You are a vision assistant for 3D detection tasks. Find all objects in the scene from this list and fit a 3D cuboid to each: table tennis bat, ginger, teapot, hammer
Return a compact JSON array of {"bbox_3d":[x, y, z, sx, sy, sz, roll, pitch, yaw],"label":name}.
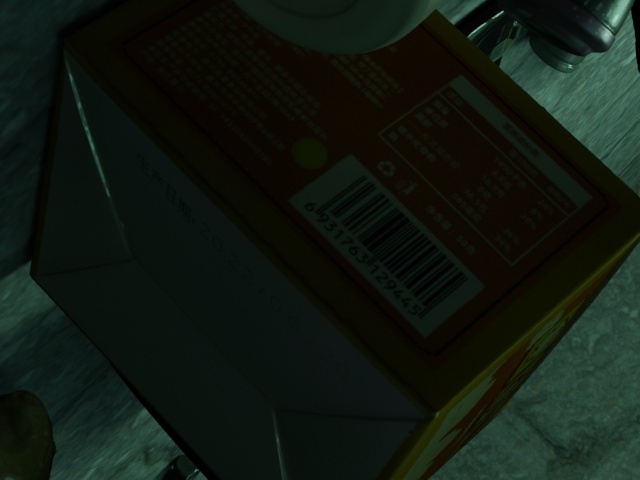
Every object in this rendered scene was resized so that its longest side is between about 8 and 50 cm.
[{"bbox_3d":[0.157,-0.183,1.428,0.301,0.022,0.173,-39,166,-17],"label":"table tennis bat"},{"bbox_3d":[-0.296,0.223,1.140,0.294,0.086,0.131,-45,-170,17],"label":"ginger"},{"bbox_3d":[0.209,-0.245,1.271,0.146,0.148,0.116,-58,-158,4],"label":"teapot"},{"bbox_3d":[-0.099,0.235,1.893,0.246,0.029,0.103,-38,165,-34],"label":"hammer"}]

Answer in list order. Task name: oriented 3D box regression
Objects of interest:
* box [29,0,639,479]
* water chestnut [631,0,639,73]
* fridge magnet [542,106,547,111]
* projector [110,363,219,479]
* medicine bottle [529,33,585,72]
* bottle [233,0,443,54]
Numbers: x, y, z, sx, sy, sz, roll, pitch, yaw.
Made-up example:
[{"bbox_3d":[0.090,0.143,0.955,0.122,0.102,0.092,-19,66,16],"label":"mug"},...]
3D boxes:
[{"bbox_3d":[0.000,0.000,0.912,0.214,0.283,0.259,-36,165,-29],"label":"box"},{"bbox_3d":[0.479,-0.268,1.673,0.335,0.347,0.335,-13,124,-21],"label":"water chestnut"},{"bbox_3d":[0.142,-0.043,1.601,0.265,0.112,0.265,-42,167,-12],"label":"fridge magnet"},{"bbox_3d":[-0.069,0.151,1.219,0.079,0.257,0.259,-41,167,-13],"label":"projector"},{"bbox_3d":[0.259,-0.221,1.539,0.058,0.058,0.091,-26,157,-55],"label":"medicine bottle"},{"bbox_3d":[0.051,-0.211,0.762,0.236,0.147,0.147,-46,169,-34],"label":"bottle"}]
